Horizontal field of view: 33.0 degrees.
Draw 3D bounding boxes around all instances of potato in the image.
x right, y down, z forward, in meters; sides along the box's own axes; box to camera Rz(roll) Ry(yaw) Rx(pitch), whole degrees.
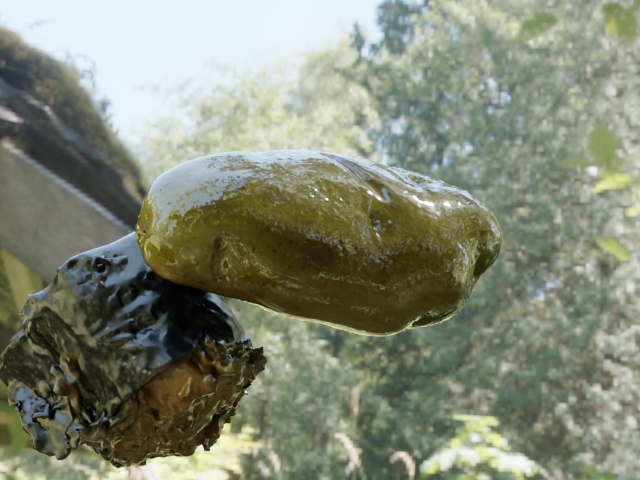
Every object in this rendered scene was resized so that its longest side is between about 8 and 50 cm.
[{"bbox_3d":[0.000,0.000,1.016,0.369,0.195,0.176,6,-23,-32],"label":"potato"}]

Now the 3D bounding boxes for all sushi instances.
[{"bbox_3d":[-0.197,0.138,1.112,0.234,0.207,0.348,-28,-16,-20],"label":"sushi"}]
